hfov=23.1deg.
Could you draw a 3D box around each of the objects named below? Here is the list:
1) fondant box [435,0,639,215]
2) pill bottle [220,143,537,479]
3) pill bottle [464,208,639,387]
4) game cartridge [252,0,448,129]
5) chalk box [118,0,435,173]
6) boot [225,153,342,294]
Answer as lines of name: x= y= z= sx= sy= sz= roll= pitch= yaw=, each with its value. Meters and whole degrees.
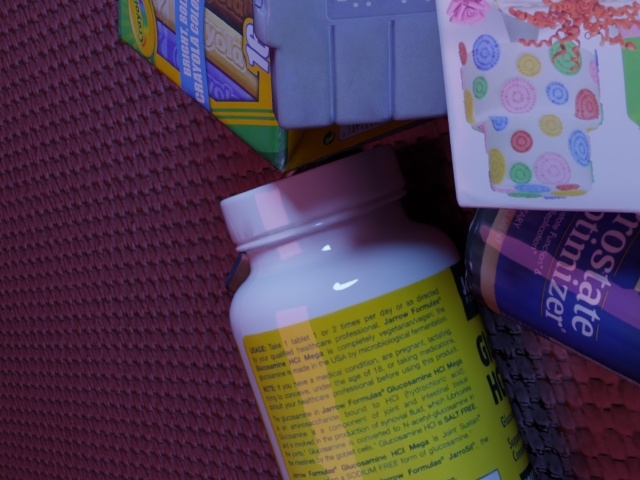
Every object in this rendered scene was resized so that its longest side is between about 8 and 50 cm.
fondant box: x=0.180 y=-0.180 z=0.806 sx=0.238 sy=0.096 sz=0.330 roll=3 pitch=112 yaw=26
pill bottle: x=0.042 y=0.104 z=1.212 sx=0.188 sy=0.188 sz=0.333 roll=-13 pitch=96 yaw=60
pill bottle: x=0.206 y=0.028 z=0.945 sx=0.219 sy=0.123 sz=0.122 roll=27 pitch=131 yaw=32
game cartridge: x=0.068 y=-0.242 z=0.926 sx=0.068 sy=0.230 sz=0.355 roll=-96 pitch=3 yaw=-62
chalk box: x=-0.038 y=-0.212 z=1.160 sx=0.289 sy=0.180 sz=0.179 roll=41 pitch=140 yaw=38
boot: x=0.000 y=0.000 z=1.359 sx=0.106 sy=0.082 sz=0.219 roll=38 pitch=138 yaw=9
